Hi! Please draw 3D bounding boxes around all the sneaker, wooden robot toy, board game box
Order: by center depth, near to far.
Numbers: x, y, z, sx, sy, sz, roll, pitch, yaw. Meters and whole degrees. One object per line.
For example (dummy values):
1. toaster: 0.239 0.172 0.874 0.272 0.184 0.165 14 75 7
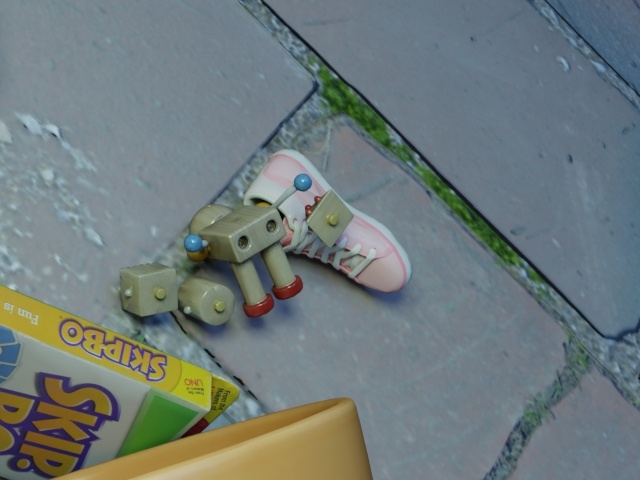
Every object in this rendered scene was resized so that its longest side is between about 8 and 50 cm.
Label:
1. board game box: -0.181 0.075 0.934 0.259 0.124 0.039 23 43 -28
2. wooden robot toy: -0.065 0.009 1.153 0.173 0.079 0.076 -29 116 -28
3. sneaker: 0.000 0.000 1.221 0.134 0.051 0.070 44 41 -1

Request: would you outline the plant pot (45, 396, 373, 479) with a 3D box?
1. plant pot: -0.095 0.212 0.809 0.291 0.291 0.203 -14 86 -47
